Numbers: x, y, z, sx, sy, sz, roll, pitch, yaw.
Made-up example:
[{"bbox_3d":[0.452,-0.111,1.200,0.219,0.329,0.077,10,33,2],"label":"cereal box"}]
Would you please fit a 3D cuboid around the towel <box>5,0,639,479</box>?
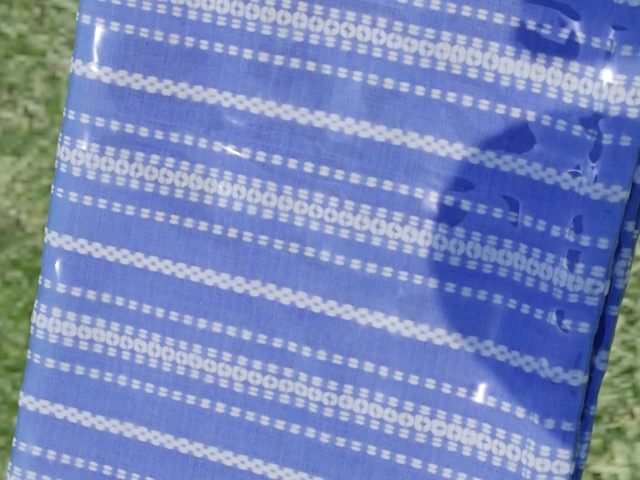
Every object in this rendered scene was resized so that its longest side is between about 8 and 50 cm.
[{"bbox_3d":[0.000,0.000,0.661,0.243,0.040,0.336,14,102,17],"label":"towel"}]
